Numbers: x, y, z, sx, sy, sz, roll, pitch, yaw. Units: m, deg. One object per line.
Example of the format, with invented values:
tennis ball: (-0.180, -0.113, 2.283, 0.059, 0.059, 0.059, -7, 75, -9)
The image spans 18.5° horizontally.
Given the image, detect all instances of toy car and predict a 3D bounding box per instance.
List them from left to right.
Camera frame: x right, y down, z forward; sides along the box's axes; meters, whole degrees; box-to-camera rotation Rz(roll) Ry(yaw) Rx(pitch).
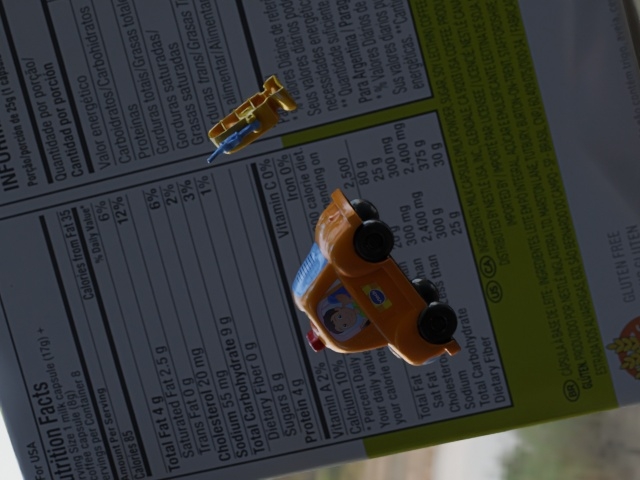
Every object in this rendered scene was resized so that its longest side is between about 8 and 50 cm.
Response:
toy car: (0.000, 0.000, 0.608, 0.060, 0.040, 0.122, 51, -178, -33)

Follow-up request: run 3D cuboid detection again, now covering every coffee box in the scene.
coffee box: (0.004, -0.088, 1.013, 0.337, 0.334, 0.338, -43, -61, -75)
